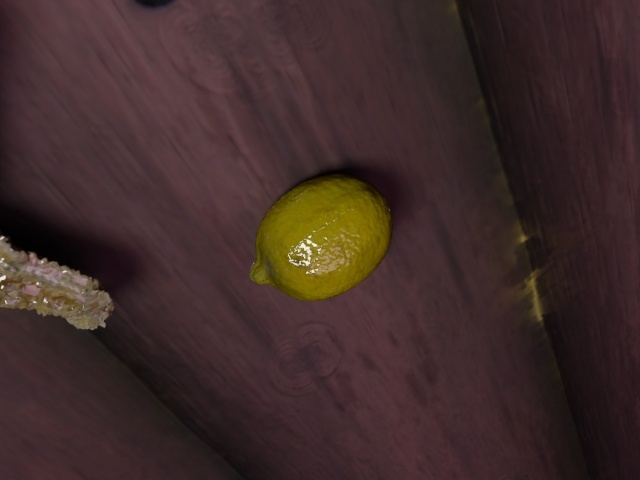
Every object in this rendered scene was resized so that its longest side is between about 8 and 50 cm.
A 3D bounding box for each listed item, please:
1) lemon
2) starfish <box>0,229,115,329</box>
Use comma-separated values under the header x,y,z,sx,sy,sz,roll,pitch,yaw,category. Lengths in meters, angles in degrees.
x,y,z,sx,sy,sz,roll,pitch,yaw,category
0.000,0.000,0.633,0.110,0.082,0.082,-35,139,-13,lemon
-0.257,0.001,0.472,0.299,0.060,0.302,-8,137,-21,starfish
